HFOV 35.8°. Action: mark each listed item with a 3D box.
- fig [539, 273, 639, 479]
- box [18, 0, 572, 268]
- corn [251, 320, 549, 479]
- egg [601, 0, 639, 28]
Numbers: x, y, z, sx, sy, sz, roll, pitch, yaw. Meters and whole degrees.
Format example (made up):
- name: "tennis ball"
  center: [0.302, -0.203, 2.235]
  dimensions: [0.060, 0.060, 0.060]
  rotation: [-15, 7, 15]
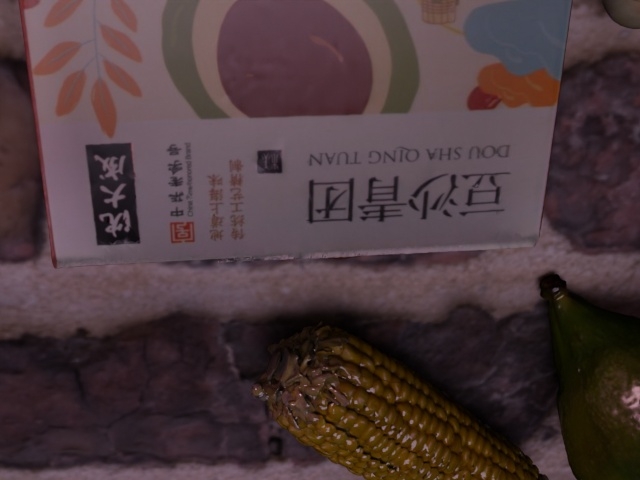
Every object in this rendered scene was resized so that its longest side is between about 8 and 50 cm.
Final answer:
- name: "fig"
  center: [0.281, 0.123, 0.860]
  dimensions: [0.203, 0.235, 0.203]
  rotation: [-32, 159, -13]
- name: "box"
  center: [-0.015, -0.182, 0.645]
  dimensions: [0.344, 0.122, 0.385]
  rotation: [-3, 119, -7]
- name: "corn"
  center: [0.077, 0.172, 0.866]
  dimensions: [0.317, 0.115, 0.115]
  rotation: [36, 108, -27]
- name: "egg"
  center: [0.235, -0.194, 0.709]
  dimensions: [0.071, 0.071, 0.083]
  rotation: [-4, 102, -6]
